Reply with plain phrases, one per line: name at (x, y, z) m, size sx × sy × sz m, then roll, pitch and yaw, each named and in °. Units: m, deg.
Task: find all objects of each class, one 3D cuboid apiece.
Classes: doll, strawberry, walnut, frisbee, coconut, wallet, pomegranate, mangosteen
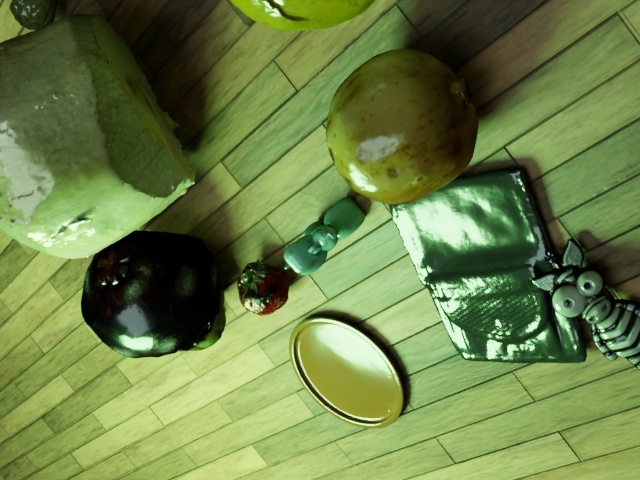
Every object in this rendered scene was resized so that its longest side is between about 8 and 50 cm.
doll at (0.000, 0.000, 1.560) m, size 0.059 × 0.158 × 0.159 m, roll 49°, pitch 144°, yaw -3°
strawberry at (-0.099, 0.090, 1.760) m, size 0.106 × 0.106 × 0.106 m, roll 22°, pitch 131°, yaw 27°
walnut at (-0.509, -0.419, 1.741) m, size 0.092 × 0.092 × 0.092 m, roll 22°, pitch 131°, yaw 27°
frisbee at (0.047, 0.242, 1.796) m, size 0.250 × 0.021 × 0.251 m, roll 21°, pitch 130°, yaw 27°
coconut at (-0.438, -0.153, 1.609) m, size 0.404 × 0.404 × 0.405 m, roll 22°, pitch 131°, yaw 27°
doll at (0.392, 0.097, 1.366) m, size 0.219 × 0.067 × 0.091 m, roll 44°, pitch 110°, yaw 5°
wallet at (0.248, 0.051, 1.479) m, size 0.247 × 0.041 × 0.323 m, roll -8°, pitch 112°, yaw 41°
pomegranate at (0.118, -0.153, 1.321) m, size 0.215 × 0.215 × 0.215 m, roll 22°, pitch 131°, yaw 27°
mangosteen at (-0.298, 0.098, 1.837) m, size 0.287 × 0.287 × 0.233 m, roll 1°, pitch 92°, yaw 39°

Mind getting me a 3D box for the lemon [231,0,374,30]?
lemon at (-0.023, -0.395, 1.208) m, size 0.293 × 0.293 × 0.293 m, roll 22°, pitch 131°, yaw 27°
